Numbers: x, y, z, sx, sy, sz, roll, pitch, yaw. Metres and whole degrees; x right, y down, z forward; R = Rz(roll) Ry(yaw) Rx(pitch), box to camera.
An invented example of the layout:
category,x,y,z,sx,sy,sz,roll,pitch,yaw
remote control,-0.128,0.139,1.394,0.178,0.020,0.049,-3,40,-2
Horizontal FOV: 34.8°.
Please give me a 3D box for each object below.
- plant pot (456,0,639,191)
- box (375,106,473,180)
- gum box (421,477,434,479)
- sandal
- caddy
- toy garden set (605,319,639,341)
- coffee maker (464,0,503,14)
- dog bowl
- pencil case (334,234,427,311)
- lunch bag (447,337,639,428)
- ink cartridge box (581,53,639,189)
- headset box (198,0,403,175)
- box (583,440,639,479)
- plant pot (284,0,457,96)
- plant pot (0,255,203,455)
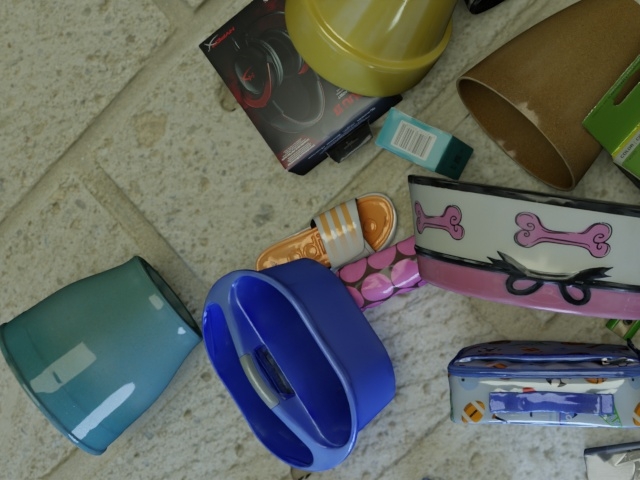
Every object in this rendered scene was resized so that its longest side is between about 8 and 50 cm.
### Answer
category,x,y,z,sx,sy,sz,roll,pitch,yaw
plant pot,0.374,-0.246,1.523,0.237,0.237,0.254,44,88,11
box,0.162,-0.143,1.554,0.100,0.244,0.060,27,97,14
gum box,0.225,0.491,1.646,0.157,0.041,0.184,8,93,15
sandal,0.004,0.010,1.685,0.265,0.076,0.102,-27,84,14
caddy,-0.047,0.194,1.607,0.241,0.179,0.341,-41,79,40
toy garden set,0.541,0.084,1.554,0.244,0.049,0.204,36,99,12
coffee maker,0.257,-0.468,1.592,0.171,0.120,0.178,-37,82,12
dog bowl,0.314,0.006,1.431,0.408,0.408,0.150,8,95,15
pencil case,0.130,0.050,1.643,0.209,0.098,0.095,-22,80,16
lunch bag,0.344,0.211,1.508,0.303,0.243,0.115,-3,90,16
ink cartridge box,0.504,-0.165,1.451,0.189,0.255,0.097,-50,52,10
headset box,-0.023,-0.263,1.673,0.218,0.110,0.293,-36,81,12
box,0.515,0.422,1.560,0.183,0.056,0.231,-11,87,14
plant pot,0.102,-0.380,1.510,0.254,0.239,0.254,9,62,-18
plant pot,-0.345,0.171,1.698,0.255,0.271,0.271,-37,81,-2
